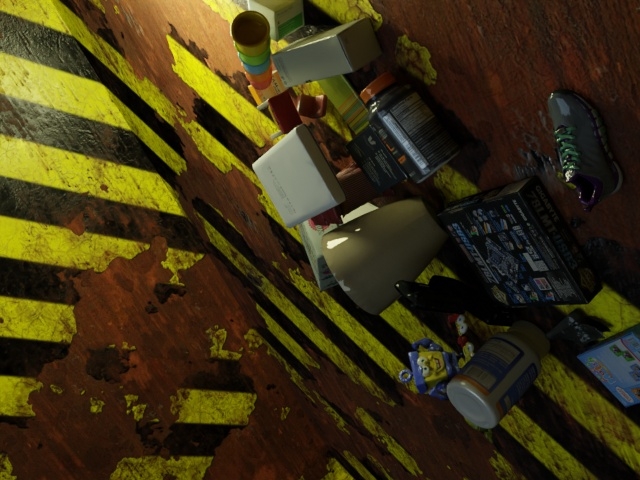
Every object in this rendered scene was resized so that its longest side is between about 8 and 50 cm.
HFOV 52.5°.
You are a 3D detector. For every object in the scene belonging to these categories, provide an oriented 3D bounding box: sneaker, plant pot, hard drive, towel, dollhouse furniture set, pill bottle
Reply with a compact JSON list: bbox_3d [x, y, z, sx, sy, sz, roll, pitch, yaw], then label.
[{"bbox_3d":[0.599,0.220,1.520,0.089,0.051,0.170,48,152,19],"label":"sneaker"},{"bbox_3d":[0.186,0.011,1.670,0.256,0.274,0.256,43,-157,-23],"label":"plant pot"},{"bbox_3d":[-0.063,-0.157,1.695,0.210,0.040,0.318,60,154,-4],"label":"hard drive"},{"bbox_3d":[0.054,-0.389,1.680,0.237,0.021,0.102,54,150,-1],"label":"towel"},{"bbox_3d":[0.018,-0.242,1.739,0.152,0.201,0.374,-3,115,61],"label":"dollhouse furniture set"},{"bbox_3d":[0.196,-0.262,1.472,0.246,0.130,0.130,52,155,0],"label":"pill bottle"},{"bbox_3d":[0.467,-0.164,1.175,0.224,0.098,0.083,56,155,-9],"label":"sneaker"},{"bbox_3d":[0.459,0.329,1.643,0.152,0.272,0.152,38,152,25],"label":"pill bottle"}]

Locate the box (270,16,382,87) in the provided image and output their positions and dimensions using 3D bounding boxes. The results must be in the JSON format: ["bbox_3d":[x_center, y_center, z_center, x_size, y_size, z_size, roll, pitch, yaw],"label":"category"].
[{"bbox_3d":[0.009,-0.444,1.551,0.275,0.113,0.094,7,129,54],"label":"box"}]

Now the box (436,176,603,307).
[{"bbox_3d":[0.446,0.019,1.489,0.295,0.073,0.293,55,156,-8],"label":"box"}]

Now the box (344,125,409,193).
[{"bbox_3d":[0.165,-0.220,1.624,0.156,0.093,0.158,54,156,-4],"label":"box"}]

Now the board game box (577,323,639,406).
[{"bbox_3d":[0.698,0.284,1.453,0.160,0.039,0.211,48,154,10],"label":"board game box"}]

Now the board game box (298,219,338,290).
[{"bbox_3d":[0.000,0.000,2.039,0.303,0.097,0.224,82,167,-68],"label":"board game box"}]

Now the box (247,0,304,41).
[{"bbox_3d":[-0.109,-0.569,1.615,0.102,0.101,0.087,36,151,28],"label":"box"}]

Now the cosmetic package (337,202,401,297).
[{"bbox_3d":[0.159,0.046,1.970,0.160,0.113,0.309,31,149,40],"label":"cosmetic package"}]

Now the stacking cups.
[{"bbox_3d":[-0.164,-0.478,1.665,0.096,0.096,0.316,50,177,4],"label":"stacking cups"}]

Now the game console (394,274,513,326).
[{"bbox_3d":[0.317,0.142,1.627,0.213,0.361,0.044,35,107,46],"label":"game console"}]

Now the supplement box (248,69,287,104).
[{"bbox_3d":[-0.149,-0.439,1.861,0.036,0.098,0.062,10,134,60],"label":"supplement box"}]

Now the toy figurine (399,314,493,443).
[{"bbox_3d":[0.335,0.398,1.821,0.191,0.217,0.362,73,-173,-52],"label":"toy figurine"}]
